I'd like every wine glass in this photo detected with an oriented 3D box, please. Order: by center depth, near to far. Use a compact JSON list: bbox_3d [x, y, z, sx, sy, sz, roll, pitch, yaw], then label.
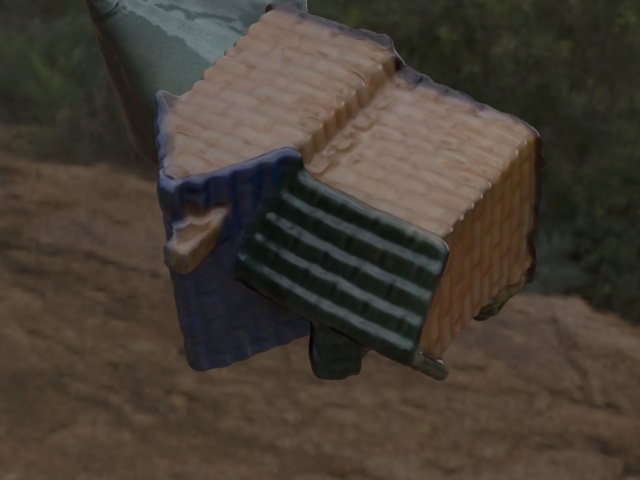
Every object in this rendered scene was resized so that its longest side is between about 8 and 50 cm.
[{"bbox_3d":[-0.232,-0.256,1.444,0.267,0.267,0.406,35,5,42],"label":"wine glass"}]

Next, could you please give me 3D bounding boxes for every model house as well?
[{"bbox_3d":[0.000,0.000,0.780,0.183,0.166,0.172,21,45,26],"label":"model house"}]
